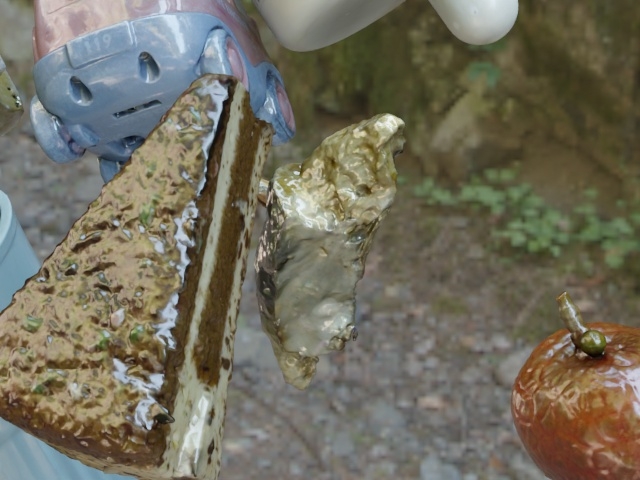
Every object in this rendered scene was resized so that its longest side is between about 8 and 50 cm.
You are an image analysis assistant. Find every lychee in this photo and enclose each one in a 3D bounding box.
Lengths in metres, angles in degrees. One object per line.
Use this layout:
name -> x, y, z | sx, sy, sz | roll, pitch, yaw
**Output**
lychee -> 0.370, 0.209, 1.838 | 0.255, 0.300, 0.255 | -6, 17, 2

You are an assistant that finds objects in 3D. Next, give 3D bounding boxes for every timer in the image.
timer -> 0.052, -0.261, 1.360 | 0.233, 0.240, 0.233 | -33, -5, -3

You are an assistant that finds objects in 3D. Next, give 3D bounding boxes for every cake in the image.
cake -> -0.118, 0.018, 0.858 | 0.135, 0.246, 0.112 | 2, -20, 16

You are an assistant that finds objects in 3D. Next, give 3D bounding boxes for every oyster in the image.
oyster -> -0.005, 0.002, 1.313 | 0.110, 0.341, 0.166 | 10, 60, -6

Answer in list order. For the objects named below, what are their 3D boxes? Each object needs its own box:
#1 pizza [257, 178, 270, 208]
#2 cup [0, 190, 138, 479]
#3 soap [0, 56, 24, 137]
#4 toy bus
pizza -> -0.005, -0.063, 2.199 | 0.195, 0.052, 0.185 | 2, -18, 39
cup -> -0.338, 0.170, 1.236 | 0.256, 0.311, 0.331 | 3, 39, 38
soap -> -0.489, -0.199, 1.386 | 0.293, 0.156, 0.335 | -31, 68, -10
toy bus -> -0.160, -0.190, 1.371 | 0.197, 0.232, 0.294 | -18, -15, 14
